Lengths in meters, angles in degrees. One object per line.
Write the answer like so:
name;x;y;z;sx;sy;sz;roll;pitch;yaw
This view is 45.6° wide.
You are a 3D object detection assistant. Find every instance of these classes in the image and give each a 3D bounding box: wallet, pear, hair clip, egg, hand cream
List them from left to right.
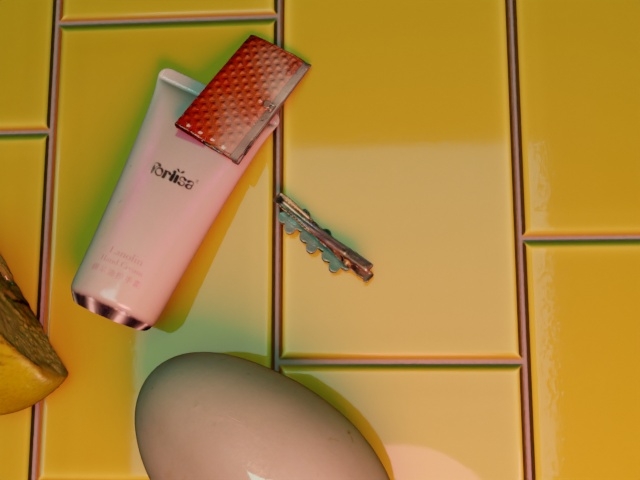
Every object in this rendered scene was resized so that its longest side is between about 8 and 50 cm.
pear;-0.482;0.096;0.943;0.176;0.282;0.286;-32;80;-9
hand cream;-0.208;-0.056;1.034;0.186;0.118;0.358;22;76;5
wallet;-0.105;-0.201;1.056;0.103;0.020;0.196;30;64;7
egg;-0.069;0.277;0.910;0.371;0.230;0.230;39;86;14
hair clip;-0.001;0.001;1.040;0.173;0.049;0.049;40;86;14
